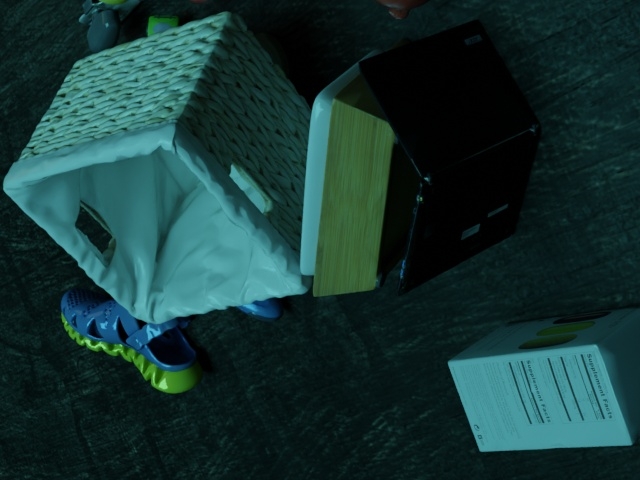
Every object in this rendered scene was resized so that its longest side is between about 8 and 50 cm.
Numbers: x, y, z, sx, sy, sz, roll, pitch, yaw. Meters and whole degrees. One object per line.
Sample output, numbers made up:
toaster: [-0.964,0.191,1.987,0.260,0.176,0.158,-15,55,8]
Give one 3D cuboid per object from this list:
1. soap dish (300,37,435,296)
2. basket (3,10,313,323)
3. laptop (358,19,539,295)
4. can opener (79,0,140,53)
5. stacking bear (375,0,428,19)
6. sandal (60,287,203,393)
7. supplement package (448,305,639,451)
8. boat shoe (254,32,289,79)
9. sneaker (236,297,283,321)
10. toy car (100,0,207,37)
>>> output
soap dish: [0.073,-0.091,1.769,0.118,0.229,0.291,18,123,19]
basket: [-0.194,-0.094,1.877,0.331,0.266,0.328,-12,134,34]
laptop: [0.147,-0.104,1.665,0.136,0.234,0.264,34,131,31]
can opener: [-0.285,-0.380,2.085,0.283,0.076,0.095,-30,67,49]
stacking bear: [0.142,-0.384,1.598,0.175,0.164,0.289,55,143,10]
sandal: [-0.331,0.144,2.383,0.317,0.126,0.138,22,121,28]
supplement package: [0.310,0.177,1.711,0.244,0.139,0.134,-13,101,47]
boat shoe: [-0.189,-0.220,2.048,0.341,0.110,0.122,-27,89,49]
sneaker: [-0.128,0.038,2.148,0.209,0.069,0.082,49,133,17]
toy car: [-0.239,-0.338,2.028,0.239,0.053,0.225,2,141,6]
